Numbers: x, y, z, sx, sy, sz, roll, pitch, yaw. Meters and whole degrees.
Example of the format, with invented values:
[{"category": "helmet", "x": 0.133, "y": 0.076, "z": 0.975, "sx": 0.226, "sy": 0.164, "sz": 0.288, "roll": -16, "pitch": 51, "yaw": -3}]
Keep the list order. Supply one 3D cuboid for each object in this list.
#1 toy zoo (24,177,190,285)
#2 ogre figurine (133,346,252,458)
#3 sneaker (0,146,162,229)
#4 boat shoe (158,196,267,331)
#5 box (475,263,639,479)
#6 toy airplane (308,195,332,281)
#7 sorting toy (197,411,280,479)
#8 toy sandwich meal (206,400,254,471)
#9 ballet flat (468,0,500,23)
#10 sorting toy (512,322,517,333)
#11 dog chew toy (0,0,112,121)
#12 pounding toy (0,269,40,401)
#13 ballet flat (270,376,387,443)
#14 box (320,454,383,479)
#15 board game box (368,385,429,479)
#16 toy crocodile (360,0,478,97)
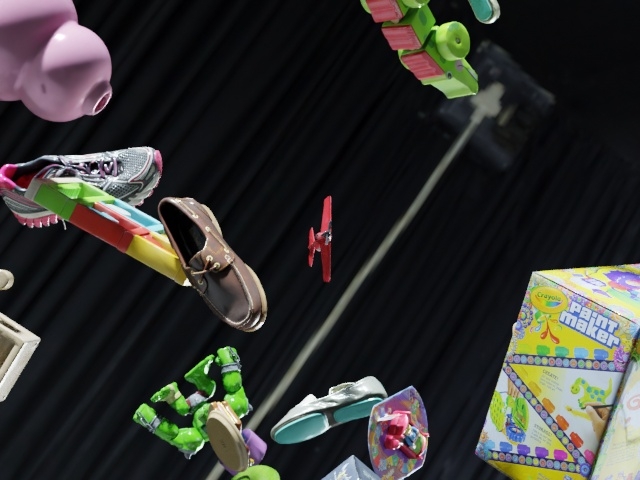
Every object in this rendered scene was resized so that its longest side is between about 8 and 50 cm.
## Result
[{"category": "toy zoo", "x": -0.250, "y": -0.006, "z": 1.652, "sx": 0.293, "sy": 0.030, "sz": 0.192, "roll": 29, "pitch": 6, "yaw": 5}, {"category": "ogre figurine", "x": -0.196, "y": 0.272, "z": 1.952, "sx": 0.118, "sy": 0.197, "sz": 0.097, "roll": 52, "pitch": -41, "yaw": 5}, {"category": "sneaker", "x": -0.424, "y": -0.105, "z": 2.088, "sx": 0.299, "sy": 0.121, "sz": 0.112, "roll": -15, "pitch": -38, "yaw": 7}, {"category": "boat shoe", "x": -0.144, "y": 0.029, "z": 1.497, "sx": 0.207, "sy": 0.073, "sz": 0.073, "roll": 53, "pitch": 15, "yaw": 27}, {"category": "box", "x": 0.403, "y": 0.195, "z": 1.630, "sx": 0.290, "sy": 0.279, "sz": 0.177, "roll": -1, "pitch": 23, "yaw": -45}, {"category": "toy airplane", "x": 0.000, "y": 0.000, "z": 2.026, "sx": 0.028, "sy": 0.151, "sz": 0.151, "roll": 3, "pitch": -15, "yaw": -9}, {"category": "sorting toy", "x": -0.139, "y": 0.330, "z": 1.552, "sx": 0.126, "sy": 0.127, "sz": 0.365, "roll": 45, "pitch": 14, "yaw": -17}, {"category": "toy sandwich meal", "x": -0.100, "y": 0.222, "z": 1.337, "sx": 0.085, "sy": 0.029, "sz": 0.086, "roll": 35, "pitch": -42, "yaw": 39}, {"category": "ballet flat", "x": 0.288, "y": -0.484, "z": 2.214, "sx": 0.057, "sy": 0.052, "sz": 0.168, "roll": -21, "pitch": -89, "yaw": 36}, {"category": "sorting toy", "x": 0.487, "y": 0.275, "z": 2.138, "sx": 0.255, "sy": 0.257, "sz": 0.089, "roll": -5, "pitch": -12, "yaw": 22}, {"category": "dog chew toy", "x": -0.412, "y": -0.276, "z": 1.530, "sx": 0.332, "sy": 0.206, "sz": 0.206, "roll": 38, "pitch": -18, "yaw": 3}, {"category": "pounding toy", "x": -0.573, "y": 0.142, "z": 2.013, "sx": 0.181, "sy": 0.206, "sz": 0.094, "roll": 32, "pitch": 1, "yaw": 6}, {"category": "ballet flat", "x": 0.010, "y": 0.292, "z": 2.050, "sx": 0.068, "sy": 0.213, "sz": 0.072, "roll": -114, "pitch": -171, "yaw": -45}, {"category": "box", "x": 0.054, "y": 0.419, "z": 1.593, "sx": 0.232, "sy": 0.183, "sz": 0.059, "roll": 44, "pitch": 13, "yaw": -26}, {"category": "board game box", "x": 0.136, "y": 0.306, "z": 1.842, "sx": 0.033, "sy": 0.168, "sz": 0.133, "roll": -4, "pitch": -82, "yaw": 38}, {"category": "toy crocodile", "x": 0.151, "y": -0.352, "z": 1.965, "sx": 0.115, "sy": 0.105, "sz": 0.340, "roll": 0, "pitch": -37, "yaw": 44}]
